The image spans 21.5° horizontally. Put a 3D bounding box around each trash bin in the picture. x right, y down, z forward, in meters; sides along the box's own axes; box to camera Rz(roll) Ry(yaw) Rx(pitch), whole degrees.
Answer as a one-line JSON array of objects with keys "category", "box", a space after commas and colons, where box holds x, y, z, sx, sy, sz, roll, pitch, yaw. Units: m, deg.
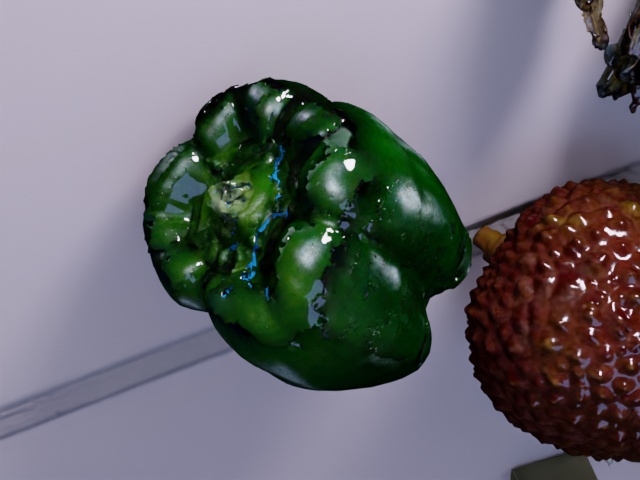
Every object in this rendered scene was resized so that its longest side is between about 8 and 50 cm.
[{"category": "trash bin", "box": [0.277, 0.289, 1.989, 0.092, 0.061, 0.043, -11, 138, -10]}]

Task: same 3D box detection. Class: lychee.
[{"category": "lychee", "box": [0.273, 0.078, 1.619, 0.276, 0.304, 0.275, -45, 162, -19]}]

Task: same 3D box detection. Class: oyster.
[{"category": "oyster", "box": [0.211, -0.239, 1.378, 0.056, 0.105, 0.177, -17, 118, 12]}]

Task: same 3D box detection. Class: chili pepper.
[{"category": "chili pepper", "box": [0.000, 0.000, 1.435, 0.233, 0.248, 0.257, -49, 144, 10]}]

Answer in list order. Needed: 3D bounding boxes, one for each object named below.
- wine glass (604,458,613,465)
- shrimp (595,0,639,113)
[{"category": "wine glass", "box": [0.415, 0.122, 1.818, 0.321, 0.143, 0.143, -26, 139, 3]}, {"category": "shrimp", "box": [0.358, -0.234, 1.479, 0.178, 0.075, 0.289, 6, 118, -33]}]
